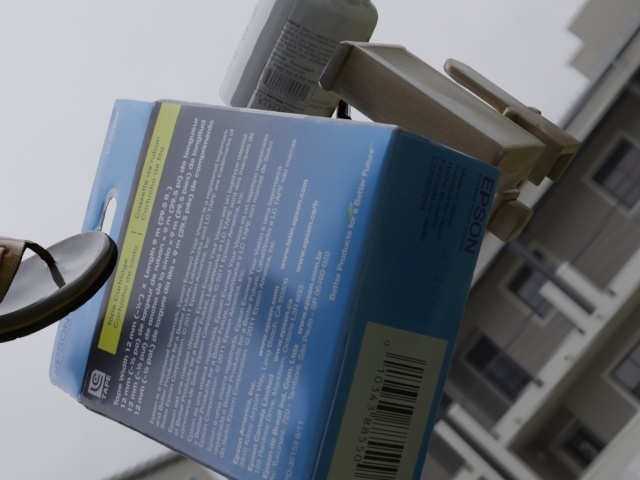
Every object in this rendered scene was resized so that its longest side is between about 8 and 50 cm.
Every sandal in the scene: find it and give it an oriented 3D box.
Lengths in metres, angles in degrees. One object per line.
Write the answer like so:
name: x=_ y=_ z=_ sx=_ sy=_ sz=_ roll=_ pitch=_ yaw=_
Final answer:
sandal: x=-0.226 y=0.030 z=0.769 sx=0.219 sy=0.090 sz=0.060 roll=-20 pitch=-67 yaw=-28

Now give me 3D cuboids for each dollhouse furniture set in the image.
dollhouse furniture set: x=0.034 y=0.015 z=1.118 sx=0.303 sy=0.174 sz=0.355 roll=-13 pitch=-43 yaw=-60

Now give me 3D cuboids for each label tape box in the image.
label tape box: x=-0.054 y=0.034 z=0.911 sx=0.115 sy=0.347 sz=0.249 roll=15 pitch=-92 yaw=-39

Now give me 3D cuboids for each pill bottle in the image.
pill bottle: x=-0.011 y=-0.235 z=1.348 sx=0.131 sy=0.131 sz=0.229 roll=-9 pitch=-49 yaw=-56

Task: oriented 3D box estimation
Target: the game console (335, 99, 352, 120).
game console: x=0.062 y=-0.140 z=1.482 sx=0.144 sy=0.085 sz=0.124 roll=82 pitch=-169 yaw=-77
